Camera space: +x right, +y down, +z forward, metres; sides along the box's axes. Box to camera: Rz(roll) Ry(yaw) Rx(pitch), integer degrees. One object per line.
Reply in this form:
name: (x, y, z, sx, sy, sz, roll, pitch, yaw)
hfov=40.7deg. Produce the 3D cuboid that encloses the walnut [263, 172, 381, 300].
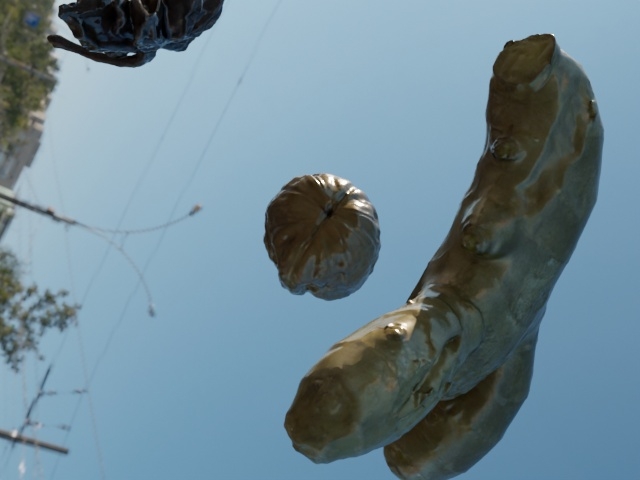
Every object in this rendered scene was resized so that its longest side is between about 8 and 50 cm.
walnut: (0.000, 0.000, 1.096, 0.184, 0.155, 0.155, 94, 9, -67)

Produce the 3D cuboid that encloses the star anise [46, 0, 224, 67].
star anise: (-0.221, -0.255, 1.028, 0.231, 0.209, 0.089, -7, -85, 53)

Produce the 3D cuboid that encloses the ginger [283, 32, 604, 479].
ginger: (0.141, 0.051, 0.712, 0.122, 0.363, 0.348, 34, -95, 35)
